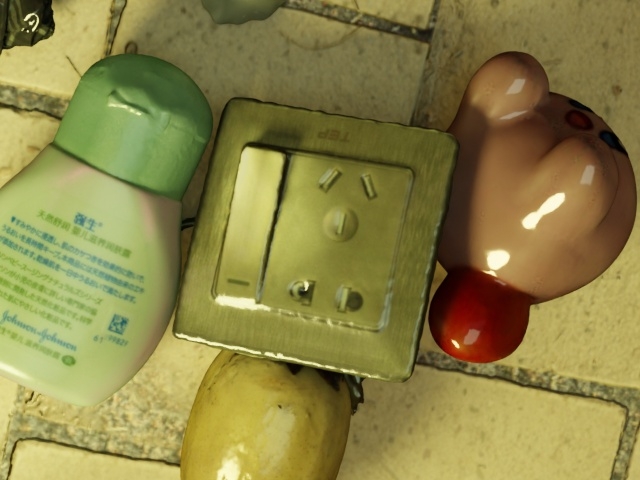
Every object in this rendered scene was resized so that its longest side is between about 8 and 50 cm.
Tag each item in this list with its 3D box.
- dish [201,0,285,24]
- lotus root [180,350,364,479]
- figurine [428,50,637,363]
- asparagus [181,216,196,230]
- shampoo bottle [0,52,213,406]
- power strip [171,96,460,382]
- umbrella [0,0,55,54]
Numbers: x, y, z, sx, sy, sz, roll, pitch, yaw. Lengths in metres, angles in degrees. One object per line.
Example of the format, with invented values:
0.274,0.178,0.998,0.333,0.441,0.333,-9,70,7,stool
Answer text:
-0.059,-0.274,1.787,0.137,0.039,0.091,-11,99,-6,dish
-0.065,0.238,1.784,0.183,0.183,0.310,16,96,-11,lotus root
0.205,-0.034,1.780,0.261,0.270,0.211,-49,144,18,figurine
-0.115,-0.029,1.824,0.163,0.016,0.016,-22,91,-4,asparagus
-0.227,-0.021,1.738,0.222,0.151,0.349,24,94,0,shampoo bottle
-0.001,0.000,1.727,0.251,0.092,0.257,12,85,10,power strip
-0.429,-0.242,1.691,0.336,0.128,0.154,4,99,-7,umbrella
